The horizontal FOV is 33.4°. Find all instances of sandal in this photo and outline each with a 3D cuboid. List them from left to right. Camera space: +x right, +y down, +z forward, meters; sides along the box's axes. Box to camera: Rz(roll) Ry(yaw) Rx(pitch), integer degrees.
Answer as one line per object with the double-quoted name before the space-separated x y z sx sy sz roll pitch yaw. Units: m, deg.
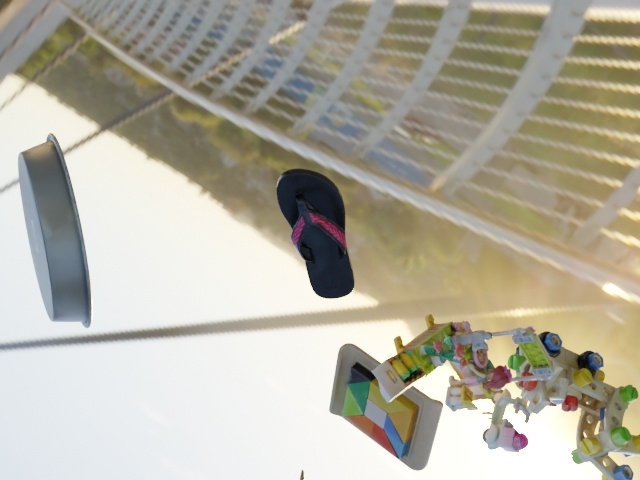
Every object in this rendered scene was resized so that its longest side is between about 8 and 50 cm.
"sandal" 0.000 0.000 1.148 0.040 0.067 0.179 -83 -20 -53

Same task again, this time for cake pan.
"cake pan" -0.393 -0.009 1.565 0.054 0.293 0.293 -11 -162 -20

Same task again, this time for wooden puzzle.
"wooden puzzle" 0.122 0.340 2.140 0.239 0.044 0.221 30 136 23

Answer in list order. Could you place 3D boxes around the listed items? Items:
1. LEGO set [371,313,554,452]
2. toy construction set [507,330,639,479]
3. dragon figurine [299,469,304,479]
"LEGO set" 0.174 0.140 1.175 0.107 0.132 0.287 -11 152 32
"toy construction set" 0.430 0.278 1.840 0.151 0.215 0.328 -25 134 37
"dragon figurine" 0.085 0.523 2.025 0.289 0.085 0.144 10 167 42
